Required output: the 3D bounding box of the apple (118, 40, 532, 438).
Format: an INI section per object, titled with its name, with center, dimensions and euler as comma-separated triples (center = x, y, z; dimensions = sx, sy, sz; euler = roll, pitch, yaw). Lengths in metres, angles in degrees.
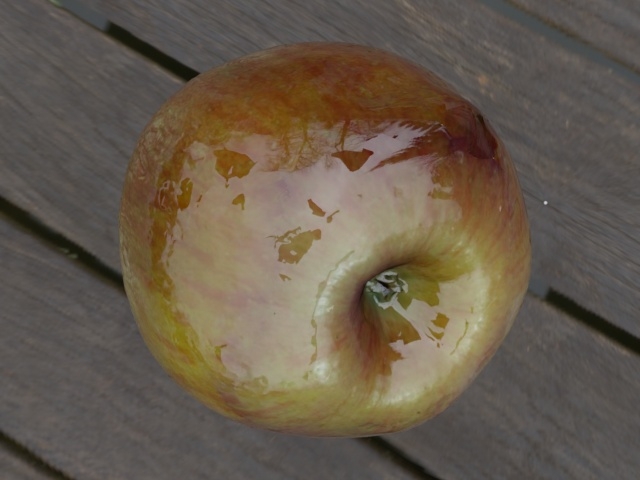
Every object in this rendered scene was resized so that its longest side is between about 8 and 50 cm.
[apple]
center = 0.000, 0.000, 0.640
dimensions = 0.211, 0.188, 0.211
euler = -10, 115, -22
